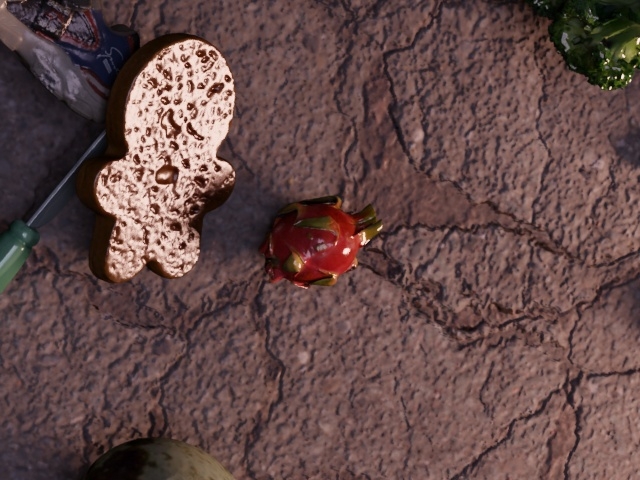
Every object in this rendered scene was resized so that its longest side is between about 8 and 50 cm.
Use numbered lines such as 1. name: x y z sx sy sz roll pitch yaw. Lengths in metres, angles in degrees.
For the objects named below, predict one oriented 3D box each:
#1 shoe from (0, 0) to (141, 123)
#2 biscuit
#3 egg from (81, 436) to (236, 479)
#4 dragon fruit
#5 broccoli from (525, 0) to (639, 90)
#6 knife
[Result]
1. shoe: -0.239 -0.215 1.605 0.125 0.099 0.227 -42 111 -1
2. biscuit: -0.146 -0.075 1.649 0.180 0.039 0.236 0 109 -45
3. egg: -0.137 0.288 1.657 0.169 0.169 0.231 -30 114 -12
4. dragon fruit: 0.002 0.001 1.716 0.116 0.081 0.086 -8 87 -15
5. broccoli: 0.303 -0.294 1.702 0.265 0.245 0.294 -5 122 -35
6. knife: -0.250 -0.025 1.645 0.034 0.063 0.260 41 85 13
